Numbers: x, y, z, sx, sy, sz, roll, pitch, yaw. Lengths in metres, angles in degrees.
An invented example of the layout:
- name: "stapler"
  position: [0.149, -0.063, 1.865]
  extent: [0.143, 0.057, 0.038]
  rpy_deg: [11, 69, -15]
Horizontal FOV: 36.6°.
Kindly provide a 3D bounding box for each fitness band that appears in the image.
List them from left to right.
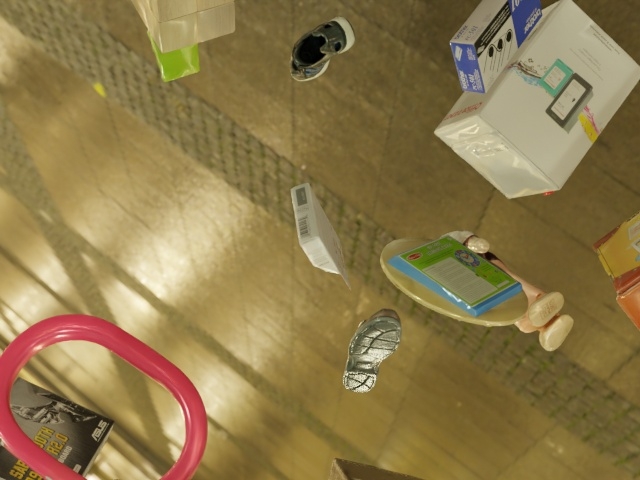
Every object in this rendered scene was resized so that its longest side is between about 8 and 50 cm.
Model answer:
- name: "fitness band"
  position: [-0.283, 0.221, 1.241]
  extent: [0.291, 0.209, 0.054]
  rpy_deg: [33, 155, 8]

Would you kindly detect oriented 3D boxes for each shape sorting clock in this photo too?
- name: "shape sorting clock"
  position: [0.177, 0.054, 1.286]
  extent: [0.206, 0.206, 0.040]
  rpy_deg: [33, 119, 20]

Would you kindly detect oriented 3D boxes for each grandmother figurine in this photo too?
- name: "grandmother figurine"
  position: [0.326, 0.070, 1.840]
  extent: [0.342, 0.104, 0.207]
  rpy_deg: [39, 156, 54]

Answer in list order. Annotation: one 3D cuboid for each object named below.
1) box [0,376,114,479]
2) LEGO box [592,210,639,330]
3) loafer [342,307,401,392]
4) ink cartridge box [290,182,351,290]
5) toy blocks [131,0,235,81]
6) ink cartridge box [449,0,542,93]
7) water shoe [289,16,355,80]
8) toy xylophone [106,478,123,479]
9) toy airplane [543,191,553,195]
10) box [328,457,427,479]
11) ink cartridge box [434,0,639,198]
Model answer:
- name: "box"
  position: [-0.456, 0.333, 1.548]
  extent: [0.183, 0.056, 0.231]
  rpy_deg: [26, -155, -2]
- name: "LEGO box"
  position: [0.652, -0.035, 1.348]
  extent: [0.193, 0.500, 0.372]
  rpy_deg: [51, -165, -1]
- name: "loafer"
  position: [0.101, 0.215, 2.023]
  extent: [0.096, 0.084, 0.267]
  rpy_deg: [12, 137, -8]
- name: "ink cartridge box"
  position: [0.000, 0.000, 2.382]
  extent: [0.232, 0.066, 0.189]
  rpy_deg: [65, -170, -47]
- name: "toy blocks"
  position: [-0.196, -0.413, 1.102]
  extent: [0.261, 0.191, 0.381]
  rpy_deg: [58, 160, 30]
- name: "ink cartridge box"
  position: [0.280, -0.335, 1.527]
  extent: [0.046, 0.207, 0.097]
  rpy_deg: [15, 144, 35]
- name: "water shoe"
  position: [-0.021, -0.321, 1.641]
  extent: [0.073, 0.080, 0.203]
  rpy_deg: [64, 150, 1]
- name: "toy xylophone"
  position: [-0.451, 0.523, 1.622]
  extent: [0.081, 0.323, 0.236]
  rpy_deg: [121, 142, -59]
- name: "toy airplane"
  position: [0.479, -0.154, 2.141]
  extent: [0.151, 0.151, 0.028]
  rpy_deg: [55, -161, -33]
- name: "box"
  position: [0.109, 0.441, 1.469]
  extent: [0.191, 0.143, 0.381]
  rpy_deg: [15, 173, -3]
- name: "ink cartridge box"
  position: [0.378, -0.241, 1.699]
  extent: [0.197, 0.270, 0.198]
  rpy_deg: [40, 168, -11]
